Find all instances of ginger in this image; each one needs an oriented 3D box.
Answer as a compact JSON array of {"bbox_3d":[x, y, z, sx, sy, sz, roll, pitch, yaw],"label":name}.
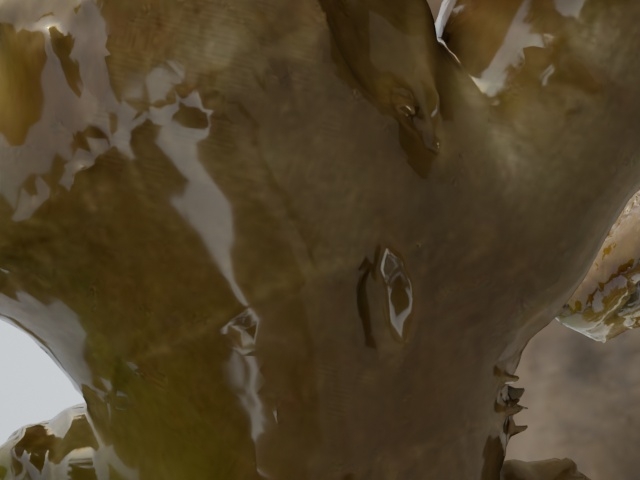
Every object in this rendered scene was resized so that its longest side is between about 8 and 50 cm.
[{"bbox_3d":[0.009,-0.011,0.488,0.348,0.363,0.122,59,175,-20],"label":"ginger"}]

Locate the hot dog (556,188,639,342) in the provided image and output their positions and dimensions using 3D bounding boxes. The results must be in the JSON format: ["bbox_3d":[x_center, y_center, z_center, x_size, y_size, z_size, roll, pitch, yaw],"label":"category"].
[{"bbox_3d":[0.206,-0.049,0.860,0.061,0.286,0.088,29,-140,-35],"label":"hot dog"}]
